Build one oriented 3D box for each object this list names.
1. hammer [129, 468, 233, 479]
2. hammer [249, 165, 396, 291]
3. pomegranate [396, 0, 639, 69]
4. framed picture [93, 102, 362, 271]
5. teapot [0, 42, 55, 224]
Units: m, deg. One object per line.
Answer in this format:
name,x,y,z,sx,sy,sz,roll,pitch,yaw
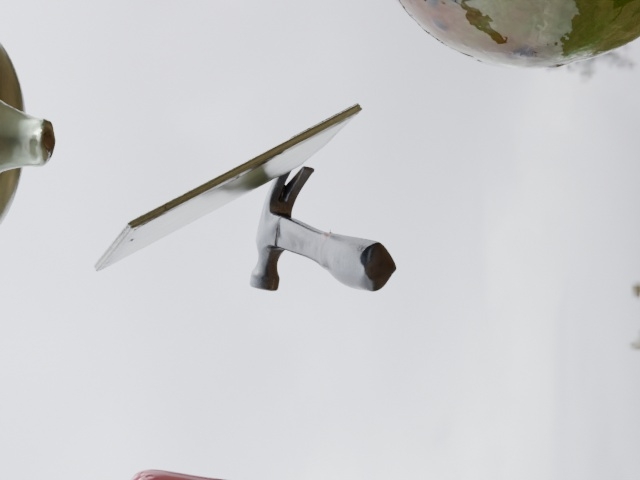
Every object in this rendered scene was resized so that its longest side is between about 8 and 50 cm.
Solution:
hammer,-0.046,0.123,0.552,0.083,0.043,0.043,14,-113,-22
hammer,0.000,0.000,1.249,0.290,0.037,0.137,-163,81,-66
pomegranate,0.104,-0.136,0.471,0.159,0.205,0.159,-26,-56,-45
framed picture,-0.084,-0.043,1.118,0.231,0.173,0.010,-29,-92,-24
teapot,-0.279,-0.016,0.820,0.318,0.149,0.220,-64,38,29
